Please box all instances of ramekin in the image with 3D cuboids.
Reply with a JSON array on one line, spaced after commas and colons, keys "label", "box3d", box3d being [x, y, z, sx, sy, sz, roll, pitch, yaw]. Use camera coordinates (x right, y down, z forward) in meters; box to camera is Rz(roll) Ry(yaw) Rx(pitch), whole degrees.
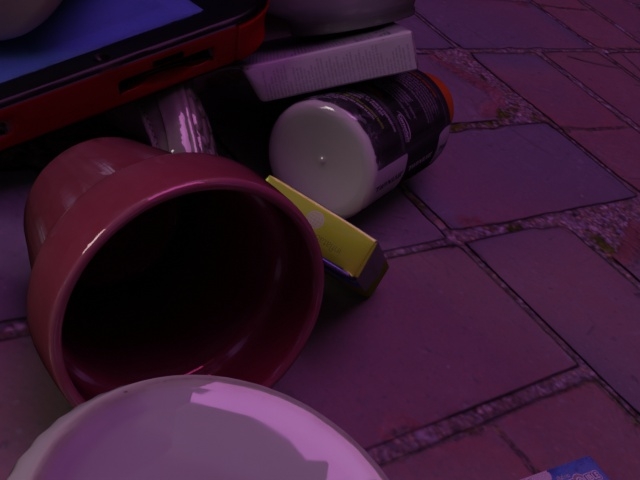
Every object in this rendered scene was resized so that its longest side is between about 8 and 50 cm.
[{"label": "ramekin", "box3d": [-0.065, 0.193, 0.491, 0.273, 0.127, 0.272, 16, 34, -11]}]

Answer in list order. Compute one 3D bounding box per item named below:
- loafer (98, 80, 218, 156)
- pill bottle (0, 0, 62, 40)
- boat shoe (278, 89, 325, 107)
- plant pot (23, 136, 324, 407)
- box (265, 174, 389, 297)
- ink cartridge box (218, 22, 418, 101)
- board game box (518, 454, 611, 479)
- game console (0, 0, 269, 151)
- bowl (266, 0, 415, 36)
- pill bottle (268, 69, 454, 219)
[{"label": "loafer", "box3d": [-0.186, -0.149, 0.921, 0.112, 0.112, 0.319, -23, 49, -5]}, {"label": "pill bottle", "box3d": [-0.274, -0.355, 0.832, 0.204, 0.204, 0.361, 18, 41, -8]}, {"label": "boat shoe", "box3d": [0.034, -0.177, 1.115, 0.184, 0.065, 0.083, 12, 39, -3]}, {"label": "plant pot", "box3d": [-0.128, 0.014, 0.657, 0.201, 0.201, 0.180, -5, 28, -35]}, {"label": "box", "box3d": [0.000, 0.000, 0.781, 0.109, 0.042, 0.178, 31, -4, 11]}, {"label": "ink cartridge box", "box3d": [-0.021, -0.197, 0.980, 0.224, 0.045, 0.223, -10, 18, 0]}, {"label": "board game box", "box3d": [0.212, 0.220, 0.714, 0.090, 0.020, 0.090, -6, 43, -37]}, {"label": "game console", "box3d": [-0.280, -0.226, 0.871, 0.387, 0.060, 0.342, -26, 52, -26]}, {"label": "bowl", "box3d": [0.026, -0.304, 0.987, 0.298, 0.134, 0.298, -9, 17, 3]}, {"label": "pill bottle", "box3d": [0.060, -0.119, 0.987, 0.130, 0.130, 0.246, 35, 36, 16]}]
